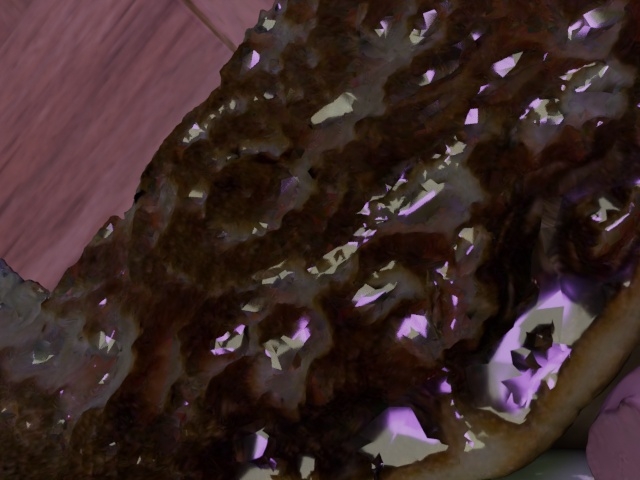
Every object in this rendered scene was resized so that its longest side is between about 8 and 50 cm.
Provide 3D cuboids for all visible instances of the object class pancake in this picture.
[{"bbox_3d":[0.004,0.002,0.548,0.427,0.067,0.305,-48,53,0],"label":"pancake"}]

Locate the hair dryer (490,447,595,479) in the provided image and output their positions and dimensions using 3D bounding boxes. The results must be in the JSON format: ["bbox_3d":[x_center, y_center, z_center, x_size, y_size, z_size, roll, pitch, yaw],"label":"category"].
[{"bbox_3d":[0.163,0.219,0.521,0.229,0.092,0.267,-11,96,16],"label":"hair dryer"}]

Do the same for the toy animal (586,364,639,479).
[{"bbox_3d":[0.221,0.056,0.464,0.212,0.124,0.124,-31,72,-17],"label":"toy animal"}]
